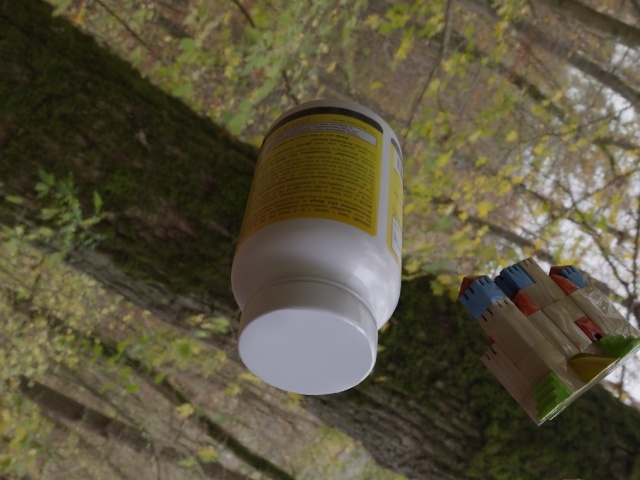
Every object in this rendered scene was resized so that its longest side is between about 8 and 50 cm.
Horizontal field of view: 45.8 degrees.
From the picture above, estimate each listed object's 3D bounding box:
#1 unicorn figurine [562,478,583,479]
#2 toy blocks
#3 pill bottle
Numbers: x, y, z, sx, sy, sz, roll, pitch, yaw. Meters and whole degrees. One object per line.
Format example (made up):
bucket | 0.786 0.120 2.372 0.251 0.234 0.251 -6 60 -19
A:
unicorn figurine | 0.242 0.270 0.725 0.162 0.111 0.060 55 14 -53
toy blocks | 0.396 0.148 1.345 0.381 0.261 0.191 -15 147 -43
pill bottle | 0.000 0.000 0.877 0.334 0.187 0.188 -82 -171 -47
